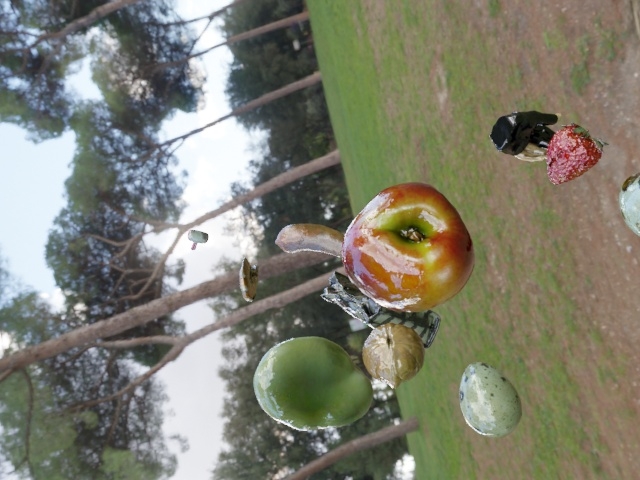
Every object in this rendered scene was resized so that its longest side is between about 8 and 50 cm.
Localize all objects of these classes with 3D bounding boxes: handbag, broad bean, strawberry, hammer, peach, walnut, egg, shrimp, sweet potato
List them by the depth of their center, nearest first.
[{"bbox_3d":[0.121,0.191,0.931,0.124,0.105,0.105,82,177,-48],"label":"walnut"},{"bbox_3d":[-0.012,0.258,0.998,0.228,0.169,0.100,41,177,-19],"label":"broad bean"},{"bbox_3d":[0.167,0.025,1.120,0.274,0.246,0.248,65,-168,-65],"label":"peach"},{"bbox_3d":[0.833,-0.089,1.392,0.231,0.169,0.169,-100,-8,-57],"label":"egg"},{"bbox_3d":[-0.308,0.004,1.396,0.083,0.053,0.031,126,154,-52],"label":"hammer"},{"bbox_3d":[0.001,-0.001,1.679,0.097,0.292,0.097,6,-90,-68],"label":"sweet potato"},{"bbox_3d":[0.505,0.476,1.697,0.177,0.177,0.228,61,-170,-68],"label":"egg"},{"bbox_3d":[0.809,-0.275,1.871,0.174,0.098,0.228,45,141,6],"label":"strawberry"},{"bbox_3d":[0.210,0.246,2.033,0.327,0.162,0.325,25,176,-38],"label":"handbag"},{"bbox_3d":[-0.294,0.139,2.324,0.317,0.062,0.164,-88,-7,-72],"label":"shrimp"}]

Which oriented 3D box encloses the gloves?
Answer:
[{"bbox_3d":[0.757,-0.379,2.014,0.152,0.301,0.197,-100,30,-56],"label":"gloves"}]
